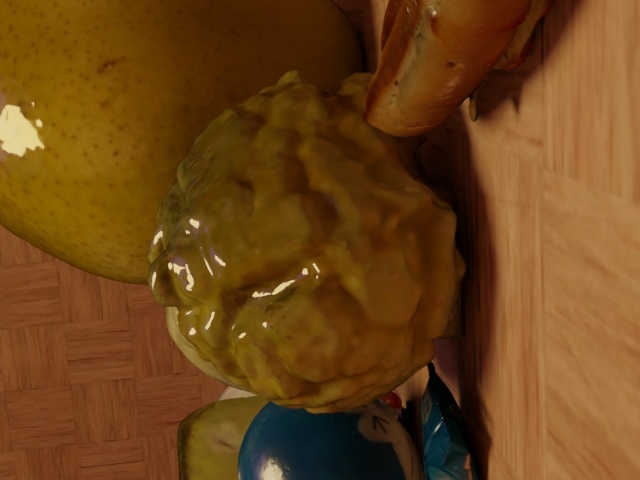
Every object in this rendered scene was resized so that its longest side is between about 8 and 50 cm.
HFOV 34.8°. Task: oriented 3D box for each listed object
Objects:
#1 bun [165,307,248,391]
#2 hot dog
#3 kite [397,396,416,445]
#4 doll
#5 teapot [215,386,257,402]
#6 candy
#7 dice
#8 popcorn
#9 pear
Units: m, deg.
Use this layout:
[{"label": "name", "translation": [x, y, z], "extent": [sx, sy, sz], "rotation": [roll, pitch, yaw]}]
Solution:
[{"label": "bun", "translation": [-0.031, 0.074, 0.949], "extent": [0.220, 0.220, 0.134], "rotation": [100, 166, -64]}, {"label": "hot dog", "translation": [0.076, -0.125, 0.543], "extent": [0.250, 0.076, 0.104], "rotation": [120, 164, -71]}, {"label": "kite", "translation": [0.077, 0.238, 1.005], "extent": [0.241, 0.014, 0.183], "rotation": [95, 169, -58]}, {"label": "doll", "translation": [0.023, 0.234, 0.912], "extent": [0.215, 0.161, 0.257], "rotation": [59, 170, 33]}, {"label": "teapot", "translation": [-0.092, 0.278, 1.804], "extent": [0.204, 0.139, 0.298], "rotation": [-52, -1, 10]}, {"label": "candy", "translation": [0.092, 0.162, 0.735], "extent": [0.088, 0.038, 0.136], "rotation": [-103, 1, -66]}, {"label": "dice", "translation": [-0.091, 0.383, 1.530], "extent": [0.227, 0.238, 0.233], "rotation": [96, 168, -51]}, {"label": "popcorn", "translation": [0.000, 0.007, 0.742], "extent": [0.225, 0.249, 0.249], "rotation": [51, -161, -43]}, {"label": "pear", "translation": [-0.160, -0.138, 1.031], "extent": [0.362, 0.418, 0.363], "rotation": [175, 90, -77]}]
